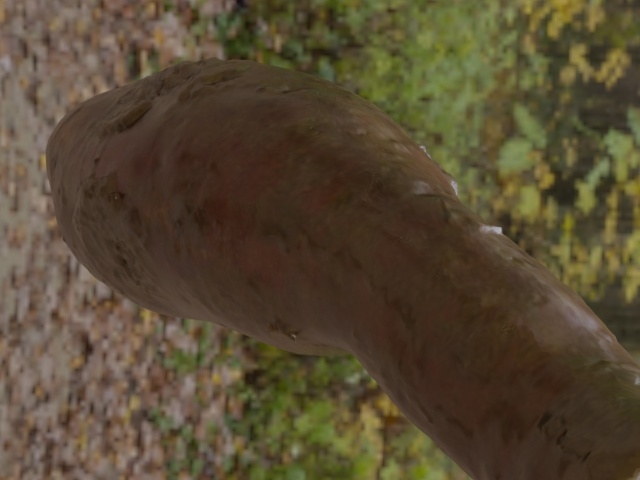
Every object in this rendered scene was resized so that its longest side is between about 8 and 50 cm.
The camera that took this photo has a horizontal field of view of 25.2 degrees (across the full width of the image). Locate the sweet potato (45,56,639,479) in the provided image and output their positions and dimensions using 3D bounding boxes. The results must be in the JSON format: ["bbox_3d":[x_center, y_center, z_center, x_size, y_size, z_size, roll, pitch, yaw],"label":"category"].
[{"bbox_3d":[0.000,0.000,0.480,0.385,0.109,0.109,25,-58,55],"label":"sweet potato"}]
